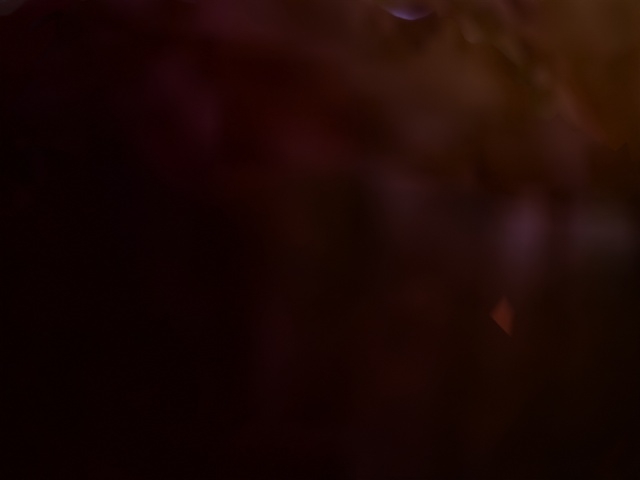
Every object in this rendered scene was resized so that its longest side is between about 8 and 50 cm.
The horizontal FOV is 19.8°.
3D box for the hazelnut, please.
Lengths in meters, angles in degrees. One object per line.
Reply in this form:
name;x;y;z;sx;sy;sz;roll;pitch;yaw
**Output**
hazelnut;0.000;0.000;0.605;0.352;0.421;0.421;1;-3;1
